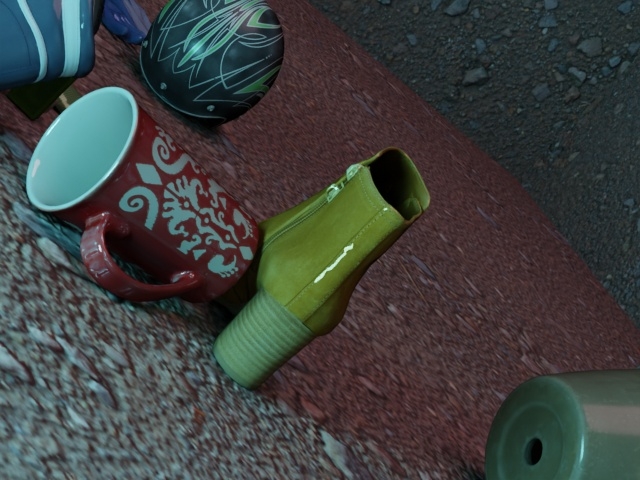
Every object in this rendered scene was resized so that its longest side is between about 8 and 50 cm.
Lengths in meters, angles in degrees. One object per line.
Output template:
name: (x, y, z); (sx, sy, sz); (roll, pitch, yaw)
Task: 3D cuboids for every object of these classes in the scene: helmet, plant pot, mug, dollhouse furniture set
helmet: (-0.123, -0.217, 2.073); (0.169, 0.169, 0.161); (45, -6, 6)
plant pot: (0.294, 0.223, 1.759); (0.229, 0.263, 0.263); (17, 25, -32)
mug: (-0.143, -0.014, 1.429); (0.113, 0.150, 0.169); (4, -27, 44)
dollhouse furniture set: (-0.236, -0.149, 1.632); (0.076, 0.058, 0.151); (45, 11, 1)

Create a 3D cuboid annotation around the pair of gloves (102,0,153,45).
pair of gloves: (-0.238, -0.274, 2.193); (0.159, 0.023, 0.198); (50, 13, 28)

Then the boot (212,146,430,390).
boot: (-0.001, 0.000, 1.531); (0.104, 0.211, 0.295); (42, 11, -15)

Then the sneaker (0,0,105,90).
sneaker: (-0.268, -0.228, 1.473); (0.153, 0.099, 0.282); (-9, 53, -21)
